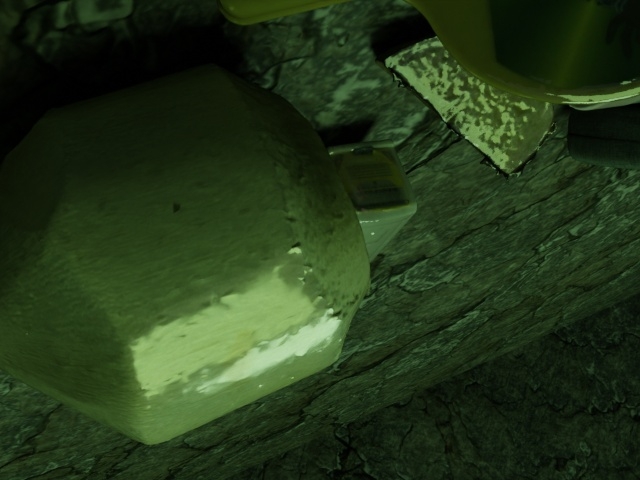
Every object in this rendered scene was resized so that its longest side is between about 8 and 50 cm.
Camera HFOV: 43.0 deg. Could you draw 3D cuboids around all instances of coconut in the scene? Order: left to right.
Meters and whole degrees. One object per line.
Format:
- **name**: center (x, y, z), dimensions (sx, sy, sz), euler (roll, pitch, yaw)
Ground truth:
- **coconut**: center (-0.110, 0.015, 0.553), dimensions (0.266, 0.237, 0.237), euler (-19, 160, -7)

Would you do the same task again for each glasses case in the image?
- **glasses case**: center (0.433, -0.138, 0.930), dimensions (0.323, 0.074, 0.131), euler (-12, -165, -29)

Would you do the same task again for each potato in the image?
- **potato**: center (0.120, -0.141, 0.678), dimensions (0.172, 0.089, 0.100), euler (32, 106, -29)

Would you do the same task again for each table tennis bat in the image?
- **table tennis bat**: center (0.095, -0.167, 0.452), dimensions (0.321, 0.198, 0.050), euler (-6, -156, 9)

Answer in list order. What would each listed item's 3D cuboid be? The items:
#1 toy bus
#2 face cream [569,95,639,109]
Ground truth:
- **toy bus**: center (0.000, 0.000, 0.828), dimensions (0.092, 0.106, 0.268), euler (-10, 156, -29)
- **face cream**: center (0.370, -0.185, 0.817), dimensions (0.269, 0.073, 0.107), euler (-12, 154, -29)
